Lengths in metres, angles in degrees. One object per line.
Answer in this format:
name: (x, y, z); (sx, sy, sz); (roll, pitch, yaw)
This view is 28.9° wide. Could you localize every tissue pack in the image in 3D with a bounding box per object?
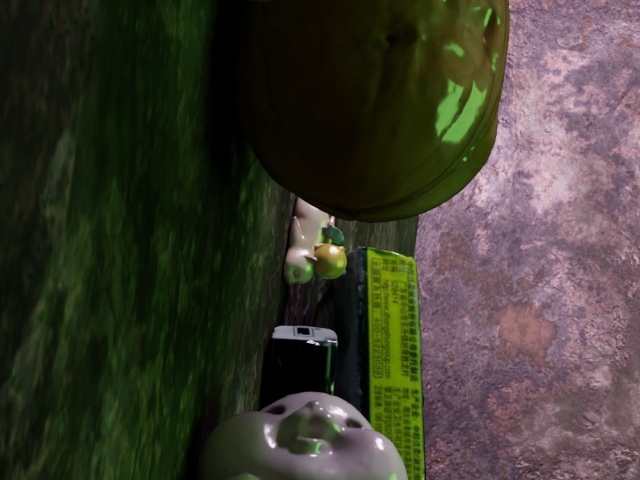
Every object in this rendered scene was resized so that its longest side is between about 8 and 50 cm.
tissue pack: (0.033, 0.144, 1.049); (0.173, 0.073, 0.235); (130, -36, -65)

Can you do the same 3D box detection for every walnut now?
walnut: (0.030, -0.111, 0.725); (0.167, 0.167, 0.207); (76, 21, -70)

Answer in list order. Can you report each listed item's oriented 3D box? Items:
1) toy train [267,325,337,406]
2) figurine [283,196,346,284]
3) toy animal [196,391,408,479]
toy train: (-0.024, 0.194, 0.985); (0.048, 0.055, 0.252); (-124, -141, -78)
figurine: (0.000, 0.000, 1.008); (0.047, 0.050, 0.083); (70, 27, -61)
toy animal: (-0.018, 0.198, 0.745); (0.193, 0.127, 0.178); (-77, 172, -49)
